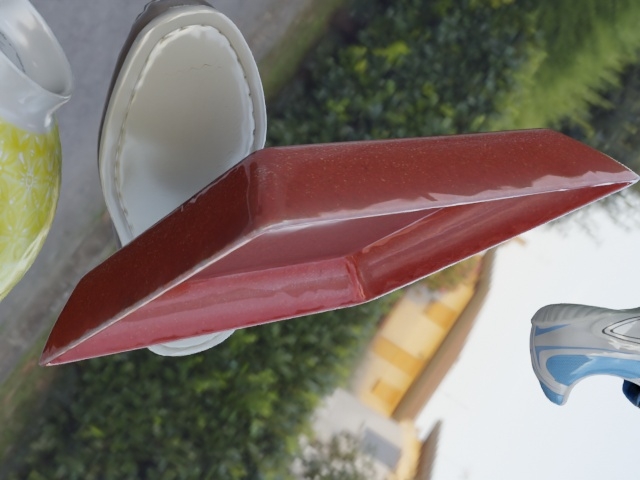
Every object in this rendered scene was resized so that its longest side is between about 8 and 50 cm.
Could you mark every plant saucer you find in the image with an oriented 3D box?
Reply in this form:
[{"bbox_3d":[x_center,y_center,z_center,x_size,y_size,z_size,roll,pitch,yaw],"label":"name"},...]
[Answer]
[{"bbox_3d":[0.000,0.000,0.586,0.258,0.047,0.259,-8,166,-38],"label":"plant saucer"}]

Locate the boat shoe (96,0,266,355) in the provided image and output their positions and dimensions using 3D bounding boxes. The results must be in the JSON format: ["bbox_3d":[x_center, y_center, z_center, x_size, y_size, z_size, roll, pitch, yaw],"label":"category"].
[{"bbox_3d":[-0.108,-0.049,0.771,0.324,0.117,0.096,95,-21,-46],"label":"boat shoe"}]

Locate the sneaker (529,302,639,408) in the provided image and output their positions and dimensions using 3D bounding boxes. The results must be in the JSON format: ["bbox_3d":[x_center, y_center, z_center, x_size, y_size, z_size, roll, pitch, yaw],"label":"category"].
[{"bbox_3d":[0.280,0.084,0.809,0.085,0.237,0.086,-123,-152,-85],"label":"sneaker"}]

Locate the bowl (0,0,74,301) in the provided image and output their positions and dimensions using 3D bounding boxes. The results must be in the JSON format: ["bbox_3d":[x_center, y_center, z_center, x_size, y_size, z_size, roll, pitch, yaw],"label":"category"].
[{"bbox_3d":[-0.259,-0.099,0.683,0.156,0.289,0.289,-33,-177,12],"label":"bowl"}]
